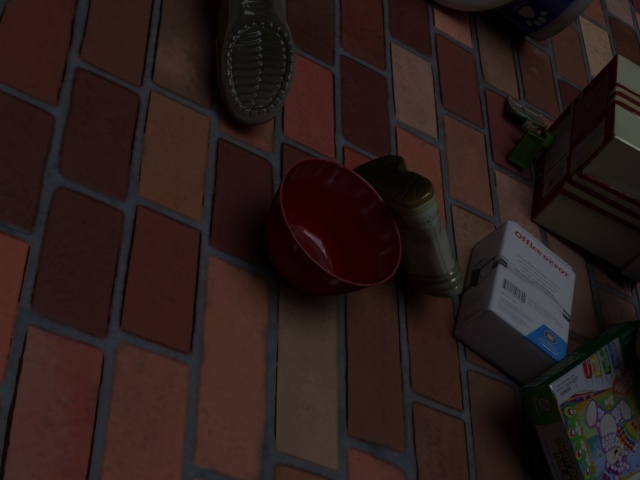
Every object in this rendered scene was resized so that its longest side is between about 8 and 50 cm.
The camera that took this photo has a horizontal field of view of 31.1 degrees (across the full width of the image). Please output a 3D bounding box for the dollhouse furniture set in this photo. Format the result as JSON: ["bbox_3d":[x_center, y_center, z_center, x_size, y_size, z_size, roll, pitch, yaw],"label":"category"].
[{"bbox_3d":[0.338,-0.177,1.918,0.076,0.058,0.151,27,25,-13],"label":"dollhouse furniture set"}]

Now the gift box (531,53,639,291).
[{"bbox_3d":[0.502,-0.088,1.832,0.258,0.255,0.276,26,50,-11],"label":"gift box"}]

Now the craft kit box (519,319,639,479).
[{"bbox_3d":[0.389,0.262,1.524,0.250,0.061,0.246,-24,97,-44],"label":"craft kit box"}]

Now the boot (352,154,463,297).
[{"bbox_3d":[0.117,-0.020,1.540,0.165,0.077,0.213,66,-9,-24],"label":"boot"}]

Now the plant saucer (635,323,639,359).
[{"bbox_3d":[0.549,0.154,1.633,0.332,0.081,0.333,54,40,-21],"label":"plant saucer"}]

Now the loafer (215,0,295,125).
[{"bbox_3d":[-0.091,-0.270,1.551,0.102,0.092,0.268,2,70,-9],"label":"loafer"}]

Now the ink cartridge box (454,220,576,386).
[{"bbox_3d":[0.275,0.087,1.606,0.140,0.082,0.190,37,40,-14],"label":"ink cartridge box"}]

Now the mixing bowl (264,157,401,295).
[{"bbox_3d":[0.000,0.000,1.413,0.181,0.098,0.181,23,46,-26],"label":"mixing bowl"}]

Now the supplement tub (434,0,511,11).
[{"bbox_3d":[0.273,-0.585,2.013,0.241,0.241,0.331,31,43,-20],"label":"supplement tub"}]

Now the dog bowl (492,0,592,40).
[{"bbox_3d":[0.419,-0.496,2.055,0.104,0.265,0.264,30,43,-17],"label":"dog bowl"}]
